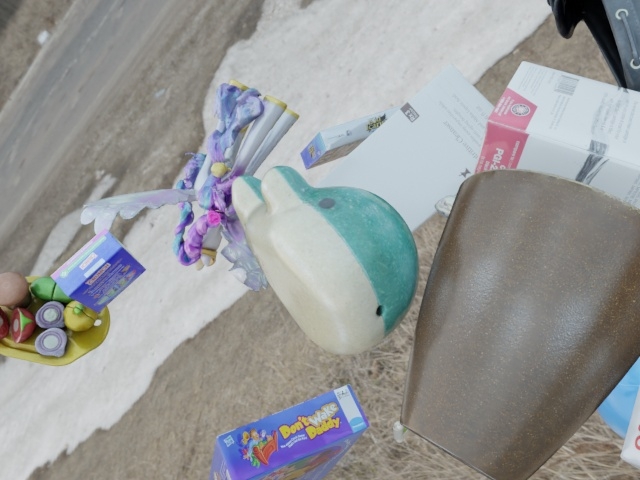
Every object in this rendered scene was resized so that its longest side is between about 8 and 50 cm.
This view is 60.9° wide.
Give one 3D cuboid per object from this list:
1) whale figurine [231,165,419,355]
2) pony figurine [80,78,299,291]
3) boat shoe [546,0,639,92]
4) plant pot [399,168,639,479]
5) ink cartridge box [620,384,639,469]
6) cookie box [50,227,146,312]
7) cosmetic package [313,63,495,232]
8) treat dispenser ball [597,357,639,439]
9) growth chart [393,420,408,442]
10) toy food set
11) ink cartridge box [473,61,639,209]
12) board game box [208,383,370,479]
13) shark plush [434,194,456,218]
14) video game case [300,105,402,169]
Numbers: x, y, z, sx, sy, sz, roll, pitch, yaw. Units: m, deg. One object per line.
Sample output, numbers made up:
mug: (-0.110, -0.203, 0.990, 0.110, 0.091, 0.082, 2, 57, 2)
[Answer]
whale figurine: (0.000, 0.000, 0.602, 0.141, 0.216, 0.272, -32, 37, -16)
pony figurine: (-0.173, -0.082, 0.928, 0.363, 0.303, 0.351, -63, 1, 9)
boat shoe: (0.429, -0.416, 0.858, 0.156, 0.187, 0.500, -30, 60, 19)
plant pot: (0.174, 0.091, 0.493, 0.215, 0.215, 0.230, 16, 70, 48)
ink cartridge box: (0.503, 0.201, 0.598, 0.201, 0.117, 0.278, -67, 14, -12)
cookie box: (-0.296, 0.043, 0.738, 0.040, 0.107, 0.092, 42, 75, 12)
cosmetic package: (0.196, -0.151, 1.154, 0.385, 0.156, 0.217, -43, 83, 10)
treat dispenser ball: (0.787, 0.344, 1.268, 0.288, 0.288, 0.288, -23, 52, 34)
growth chart: (0.228, 0.295, 0.996, 0.237, 0.172, 0.021, -33, 61, 0)
toy food set: (-0.419, 0.101, 0.783, 0.071, 0.218, 0.128, 115, 166, -60)
ink cartridge box: (0.316, -0.114, 0.645, 0.218, 0.092, 0.158, 22, 50, 20)
board game box: (-0.073, 0.394, 0.979, 0.078, 0.233, 0.347, 62, 153, 28)
shark plush: (0.251, -0.017, 0.823, 0.067, 0.161, 0.073, -44, 16, 48)
video game case: (0.085, -0.289, 1.550, 0.244, 0.061, 0.269, -22, 2, -14)
